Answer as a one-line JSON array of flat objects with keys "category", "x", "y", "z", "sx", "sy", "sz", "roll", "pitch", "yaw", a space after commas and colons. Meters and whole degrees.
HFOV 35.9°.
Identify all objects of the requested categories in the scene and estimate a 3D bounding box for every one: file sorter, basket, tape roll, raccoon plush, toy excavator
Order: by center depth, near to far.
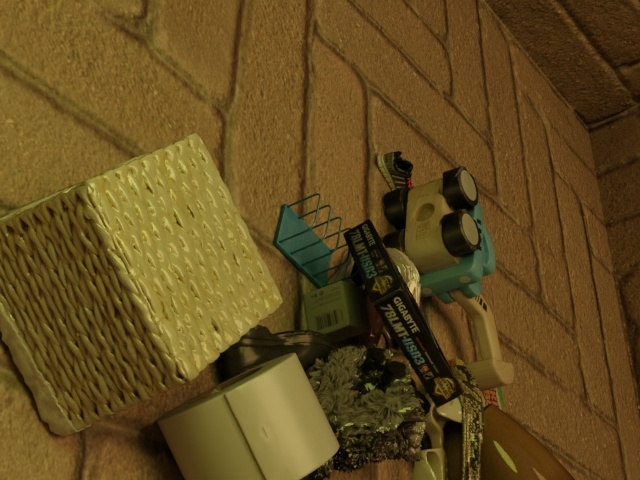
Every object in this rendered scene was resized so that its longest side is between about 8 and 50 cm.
[{"category": "basket", "x": -0.280, "y": 0.057, "z": 1.459, "sx": 0.331, "sy": 0.267, "sz": 0.328, "roll": 65, "pitch": 30, "yaw": -8}, {"category": "tape roll", "x": -0.114, "y": 0.304, "z": 1.566, "sx": 0.246, "sy": 0.246, "sz": 0.169, "roll": -22, "pitch": 86, "yaw": -60}, {"category": "raccoon plush", "x": 0.025, "y": 0.388, "z": 1.871, "sx": 0.216, "sy": 0.446, "sz": 0.299, "roll": 48, "pitch": -23, "yaw": 33}, {"category": "file sorter", "x": 0.000, "y": 0.000, "z": 2.090, "sx": 0.170, "sy": 0.105, "sz": 0.118, "roll": 46, "pitch": 36, "yaw": -32}, {"category": "toy excavator", "x": 0.361, "y": 0.102, "z": 2.486, "sx": 0.445, "sy": 0.222, "sz": 0.432, "roll": 44, "pitch": 38, "yaw": -38}]

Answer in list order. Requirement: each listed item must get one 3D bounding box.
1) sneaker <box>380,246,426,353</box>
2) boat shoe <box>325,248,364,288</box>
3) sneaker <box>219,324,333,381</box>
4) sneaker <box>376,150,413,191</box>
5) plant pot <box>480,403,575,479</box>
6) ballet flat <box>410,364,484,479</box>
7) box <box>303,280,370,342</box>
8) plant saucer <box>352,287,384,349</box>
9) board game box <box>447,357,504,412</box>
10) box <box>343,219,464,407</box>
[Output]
[{"category": "sneaker", "x": 0.175, "y": 0.140, "z": 2.287, "sx": 0.121, "sy": 0.099, "sz": 0.262, "roll": -2, "pitch": 71, "yaw": -53}, {"category": "boat shoe", "x": 0.086, "y": 0.069, "z": 2.202, "sx": 0.079, "sy": 0.081, "sz": 0.227, "roll": 59, "pitch": 32, "yaw": -14}, {"category": "sneaker", "x": -0.084, "y": 0.229, "z": 1.830, "sx": 0.286, "sy": 0.109, "sz": 0.130, "roll": 9, "pitch": 69, "yaw": -45}, {"category": "sneaker", "x": 0.216, "y": -0.164, "z": 2.566, "sx": 0.170, "sy": 0.075, "sz": 0.063, "roll": 55, "pitch": 33, "yaw": -21}, {"category": "plant pot", "x": 0.433, "y": 0.524, "z": 2.340, "sx": 0.254, "sy": 0.237, "sz": 0.237, "roll": 57, "pitch": 29, "yaw": 9}, {"category": "ballet flat", "x": 0.270, "y": 0.471, "z": 2.164, "sx": 0.182, "sy": 0.164, "sz": 0.482, "roll": 31, "pitch": 49, "yaw": -38}, {"category": "box", "x": 0.034, "y": 0.149, "z": 2.048, "sx": 0.087, "sy": 0.101, "sz": 0.101, "roll": 22, "pitch": 53, "yaw": -51}, {"category": "plant saucer", "x": 0.103, "y": 0.170, "z": 2.159, "sx": 0.168, "sy": 0.029, "sz": 0.168, "roll": 9, "pitch": 90, "yaw": -69}, {"category": "board game box", "x": 0.411, "y": 0.401, "z": 2.548, "sx": 0.259, "sy": 0.039, "sz": 0.124, "roll": 35, "pitch": 43, "yaw": -46}, {"category": "box", "x": 0.163, "y": 0.143, "z": 1.987, "sx": 0.293, "sy": 0.073, "sz": 0.295, "roll": 57, "pitch": 6, "yaw": -28}]
